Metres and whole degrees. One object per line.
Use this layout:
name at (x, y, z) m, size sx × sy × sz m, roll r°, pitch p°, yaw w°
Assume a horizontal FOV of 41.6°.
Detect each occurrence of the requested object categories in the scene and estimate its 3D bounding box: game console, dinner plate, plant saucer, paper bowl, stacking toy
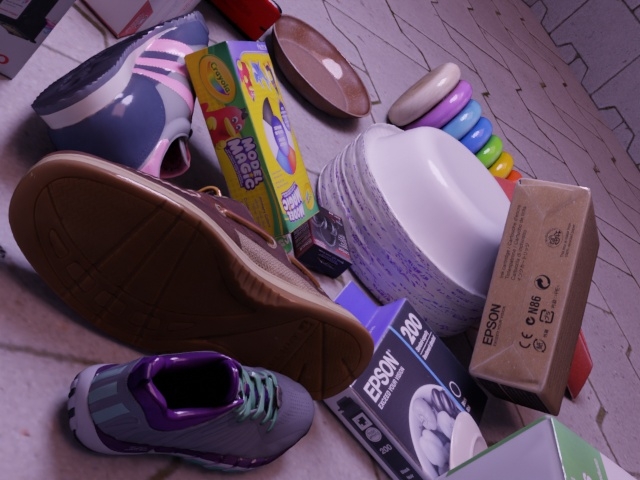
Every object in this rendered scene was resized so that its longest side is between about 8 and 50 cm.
game console at (-0.118, -0.356, 1.175) m, size 0.144 × 0.124 × 0.085 m, roll 41°, pitch 55°, yaw -15°
dinner plate at (0.152, 0.238, 0.822) m, size 0.141 × 0.017 × 0.141 m, roll -8°, pitch 90°, yaw -69°
plant saucer at (0.337, 0.059, 1.259) m, size 0.259 × 0.047 × 0.258 m, roll 58°, pitch 20°, yaw -32°
paper bowl at (0.145, -0.031, 1.081) m, size 0.284 × 0.148 × 0.284 m, roll 37°, pitch 29°, yaw -24°
plant saucer at (-0.005, -0.251, 1.255) m, size 0.198 × 0.036 × 0.199 m, roll 36°, pitch 30°, yaw -24°
stacking toy at (0.265, -0.131, 1.412) m, size 0.330 × 0.141 × 0.141 m, roll 49°, pitch 27°, yaw -11°

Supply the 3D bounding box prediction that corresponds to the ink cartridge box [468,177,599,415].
ink cartridge box at (0.257, 0.072, 0.989) m, size 0.193 × 0.088 × 0.235 m, roll 45°, pitch 59°, yaw -63°

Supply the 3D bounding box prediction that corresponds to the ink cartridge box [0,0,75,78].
ink cartridge box at (-0.267, -0.238, 0.704) m, size 0.127 × 0.175 × 0.072 m, roll 27°, pitch 38°, yaw -36°

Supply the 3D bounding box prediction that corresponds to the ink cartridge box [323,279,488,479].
ink cartridge box at (0.079, 0.145, 0.874) m, size 0.208 × 0.045 × 0.206 m, roll 48°, pitch 28°, yaw -2°

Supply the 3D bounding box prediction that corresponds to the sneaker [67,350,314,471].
sneaker at (-0.065, 0.123, 0.617) m, size 0.223 × 0.098 × 0.083 m, roll 11°, pitch 62°, yaw -47°

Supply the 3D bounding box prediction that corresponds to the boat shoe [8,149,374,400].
boat shoe at (-0.100, 0.020, 0.706) m, size 0.342 × 0.123 × 0.123 m, roll 29°, pitch 19°, yaw -33°

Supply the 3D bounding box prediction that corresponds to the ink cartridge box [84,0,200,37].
ink cartridge box at (-0.180, -0.315, 0.992) m, size 0.067 × 0.115 × 0.198 m, roll 47°, pitch 27°, yaw -5°

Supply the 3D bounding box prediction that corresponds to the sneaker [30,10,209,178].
sneaker at (-0.168, -0.131, 0.824) m, size 0.131 × 0.112 × 0.319 m, roll 63°, pitch 22°, yaw -21°

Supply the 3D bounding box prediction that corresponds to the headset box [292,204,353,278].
headset box at (0.000, 0.000, 0.951) m, size 0.062 × 0.032 × 0.083 m, roll 29°, pitch 32°, yaw -34°

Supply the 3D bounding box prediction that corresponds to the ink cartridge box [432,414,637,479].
ink cartridge box at (0.205, 0.295, 0.698) m, size 0.278 × 0.201 × 0.117 m, roll 37°, pitch 30°, yaw -24°

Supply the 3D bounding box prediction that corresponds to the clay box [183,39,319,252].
clay box at (-0.060, -0.088, 0.857) m, size 0.127 × 0.053 × 0.222 m, roll -44°, pitch 116°, yaw -72°
